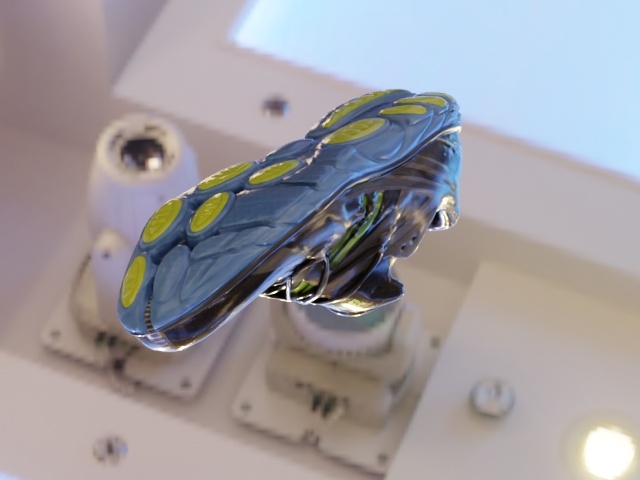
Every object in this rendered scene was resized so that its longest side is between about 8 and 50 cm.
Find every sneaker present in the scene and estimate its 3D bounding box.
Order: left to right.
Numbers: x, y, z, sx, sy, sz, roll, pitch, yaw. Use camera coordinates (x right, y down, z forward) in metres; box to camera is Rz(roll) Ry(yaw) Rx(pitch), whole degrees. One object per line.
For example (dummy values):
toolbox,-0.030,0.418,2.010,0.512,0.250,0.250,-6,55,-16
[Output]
sneaker,0.000,0.000,0.734,0.067,0.078,0.188,1,-158,39
